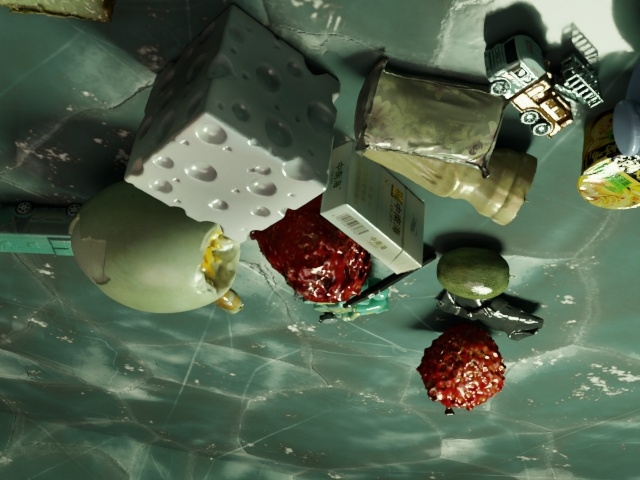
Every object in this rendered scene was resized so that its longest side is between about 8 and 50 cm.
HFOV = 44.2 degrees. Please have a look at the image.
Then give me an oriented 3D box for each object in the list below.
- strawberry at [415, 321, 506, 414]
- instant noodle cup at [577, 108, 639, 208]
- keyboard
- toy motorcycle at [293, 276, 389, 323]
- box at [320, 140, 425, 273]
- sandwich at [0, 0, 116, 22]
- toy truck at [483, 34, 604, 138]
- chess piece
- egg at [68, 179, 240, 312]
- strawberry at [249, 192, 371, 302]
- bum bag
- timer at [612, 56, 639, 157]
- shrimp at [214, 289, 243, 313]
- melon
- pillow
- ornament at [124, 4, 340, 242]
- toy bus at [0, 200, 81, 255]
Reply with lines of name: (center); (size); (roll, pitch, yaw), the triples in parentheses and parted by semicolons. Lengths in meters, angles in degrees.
strawberry: (0.344, 0.287, 1.926); (0.233, 0.234, 0.178); (2, 138, 10)
instant noodle cup: (0.511, -0.141, 1.332); (0.151, 0.122, 0.151); (7, 146, 5)
keyboard: (0.151, 0.083, 1.680); (0.106, 0.262, 0.016); (-28, 88, 43)
toy motorcycle: (0.072, 0.124, 1.814); (0.198, 0.109, 0.296); (-8, 166, 20)
box: (0.107, -0.060, 1.512); (0.067, 0.155, 0.243); (-19, 139, 37)
sandwich: (-0.433, -0.428, 1.129); (0.251, 0.087, 0.226); (4, 148, 1)
toy truck: (0.346, -0.251, 1.238); (0.177, 0.080, 0.115); (31, 135, -32)
chess piece: (0.226, -0.141, 1.415); (0.300, 0.137, 0.137); (21, 146, 0)
egg: (-0.341, 0.007, 1.595); (0.336, 0.278, 0.278); (6, 147, 13)
strawberry: (0.000, 0.000, 1.584); (0.220, 0.274, 0.274); (-47, 127, 9)
bum bag: (0.407, 0.175, 1.884); (0.248, 0.060, 0.123); (18, 149, -11)
timer: (0.605, -0.203, 1.115); (0.394, 0.173, 0.395); (-4, 133, -4)
shrimp: (-0.293, 0.152, 2.013); (0.166, 0.049, 0.161); (-19, 136, 37)
melon: (0.334, 0.070, 1.695); (0.167, 0.114, 0.114); (4, 147, 7)
pillow: (0.183, -0.202, 1.320); (0.254, 0.169, 0.059); (11, -172, -6)
ornament: (-0.140, -0.182, 1.298); (0.239, 0.239, 0.239); (30, 141, -30)
toy bus: (-0.606, -0.024, 1.764); (0.261, 0.109, 0.091); (2, 140, 8)
